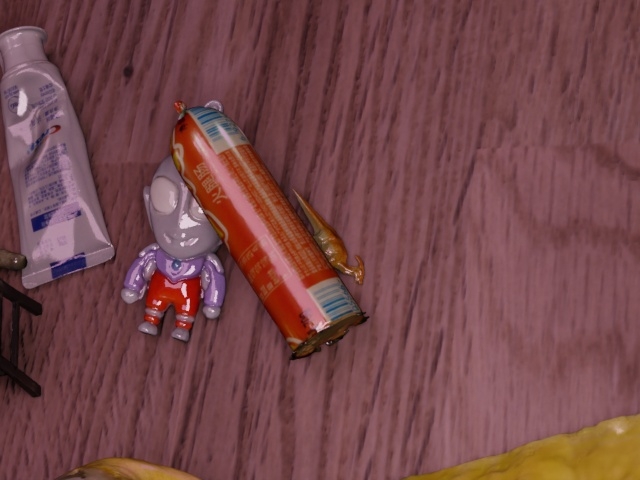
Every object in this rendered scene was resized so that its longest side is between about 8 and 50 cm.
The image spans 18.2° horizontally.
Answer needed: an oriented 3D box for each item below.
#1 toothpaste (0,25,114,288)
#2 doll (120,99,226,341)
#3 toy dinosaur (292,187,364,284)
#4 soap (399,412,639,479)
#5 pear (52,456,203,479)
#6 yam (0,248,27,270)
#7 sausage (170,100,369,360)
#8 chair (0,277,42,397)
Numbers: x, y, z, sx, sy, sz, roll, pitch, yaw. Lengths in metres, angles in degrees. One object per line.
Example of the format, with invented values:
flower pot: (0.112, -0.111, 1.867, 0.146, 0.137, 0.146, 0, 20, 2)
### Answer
toothpaste: (-0.269, -0.084, 1.952, 0.096, 0.061, 0.266, -20, 66, 12)
doll: (-0.120, -0.021, 1.838, 0.102, 0.075, 0.228, 12, 81, 10)
toy dinosaur: (-0.002, 0.003, 1.799, 0.041, 0.026, 0.113, -38, 65, -6)
soap: (0.183, 0.335, 1.499, 0.306, 0.115, 0.427, -17, 59, 12)
pear: (-0.151, 0.309, 1.579, 0.271, 0.271, 0.271, -10, 62, 19)
yam: (-0.380, 0.010, 1.960, 0.234, 0.027, 0.029, 8, 74, 31)
sausage: (-0.058, -0.021, 1.760, 0.083, 0.083, 0.264, -35, 73, 4)
chair: (-0.335, 0.065, 1.802, 0.084, 0.212, 0.101, -12, 60, 17)
